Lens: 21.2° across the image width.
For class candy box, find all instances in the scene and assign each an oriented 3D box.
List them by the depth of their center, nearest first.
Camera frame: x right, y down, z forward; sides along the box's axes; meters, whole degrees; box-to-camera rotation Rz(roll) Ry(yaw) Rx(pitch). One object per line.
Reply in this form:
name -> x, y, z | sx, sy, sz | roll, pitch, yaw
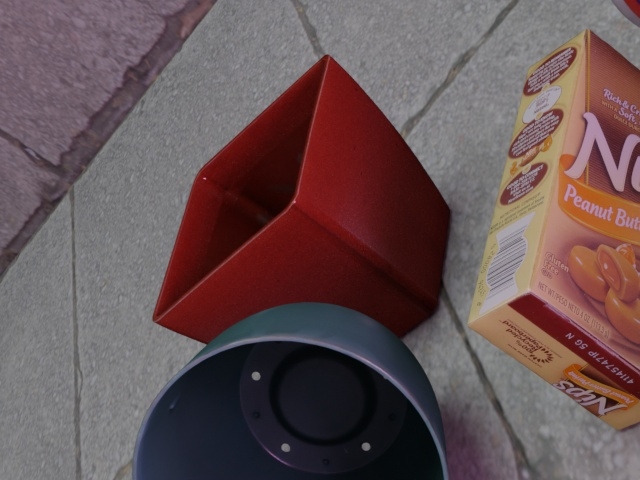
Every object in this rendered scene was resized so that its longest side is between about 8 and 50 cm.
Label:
candy box -> 0.250, -0.014, 1.521 | 0.087, 0.183, 0.316 | -32, 31, 45

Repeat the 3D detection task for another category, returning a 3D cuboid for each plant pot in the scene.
plant pot -> -0.012, 0.193, 1.667 | 0.293, 0.293, 0.235 | -48, 4, 17
plant pot -> 0.000, 0.000, 1.972 | 0.267, 0.236, 0.267 | -40, 26, 37

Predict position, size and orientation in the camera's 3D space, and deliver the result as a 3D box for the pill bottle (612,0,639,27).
pill bottle -> 0.413, -0.301, 1.604 | 0.181, 0.181, 0.323 | -61, 21, -16
